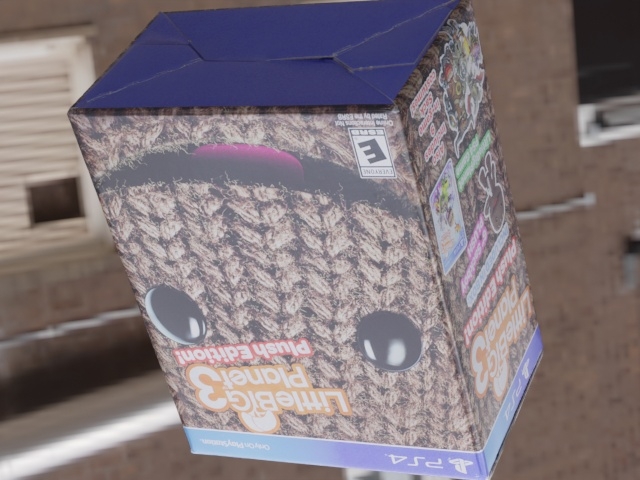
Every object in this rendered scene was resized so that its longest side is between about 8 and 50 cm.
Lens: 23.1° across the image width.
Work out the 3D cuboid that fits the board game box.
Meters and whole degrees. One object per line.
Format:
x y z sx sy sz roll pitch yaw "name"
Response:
0.000 0.000 1.051 0.232 0.291 0.141 1 -144 26 "board game box"
